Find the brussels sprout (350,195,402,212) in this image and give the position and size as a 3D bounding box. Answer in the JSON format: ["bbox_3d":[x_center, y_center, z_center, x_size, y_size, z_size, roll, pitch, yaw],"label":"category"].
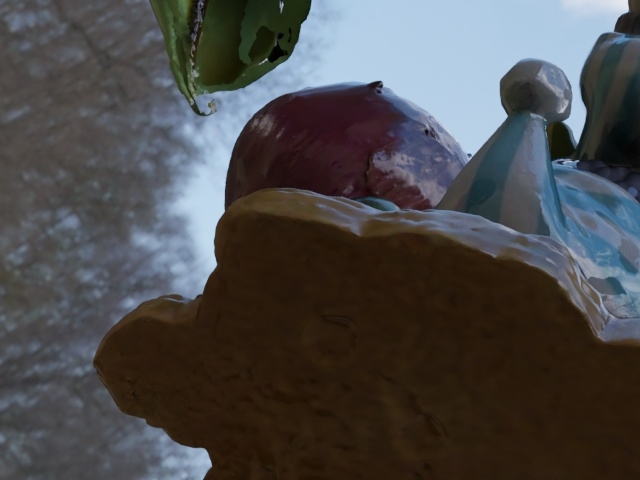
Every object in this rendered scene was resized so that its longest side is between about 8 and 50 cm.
[{"bbox_3d":[0.045,0.033,1.444,0.155,0.118,0.155,-176,-90,-84],"label":"brussels sprout"}]

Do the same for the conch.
[{"bbox_3d":[-0.060,-0.224,0.917,0.250,0.143,0.137,66,-16,1],"label":"conch"}]

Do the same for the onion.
[{"bbox_3d":[0.000,0.000,1.679,0.348,0.385,0.347,44,-22,22],"label":"onion"}]

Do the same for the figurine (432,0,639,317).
[{"bbox_3d":[0.203,0.005,1.032,0.266,0.378,0.361,25,-77,9],"label":"figurine"}]

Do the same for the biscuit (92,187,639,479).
[{"bbox_3d":[0.050,0.097,0.822,0.376,0.051,0.269,11,-57,13],"label":"biscuit"}]
